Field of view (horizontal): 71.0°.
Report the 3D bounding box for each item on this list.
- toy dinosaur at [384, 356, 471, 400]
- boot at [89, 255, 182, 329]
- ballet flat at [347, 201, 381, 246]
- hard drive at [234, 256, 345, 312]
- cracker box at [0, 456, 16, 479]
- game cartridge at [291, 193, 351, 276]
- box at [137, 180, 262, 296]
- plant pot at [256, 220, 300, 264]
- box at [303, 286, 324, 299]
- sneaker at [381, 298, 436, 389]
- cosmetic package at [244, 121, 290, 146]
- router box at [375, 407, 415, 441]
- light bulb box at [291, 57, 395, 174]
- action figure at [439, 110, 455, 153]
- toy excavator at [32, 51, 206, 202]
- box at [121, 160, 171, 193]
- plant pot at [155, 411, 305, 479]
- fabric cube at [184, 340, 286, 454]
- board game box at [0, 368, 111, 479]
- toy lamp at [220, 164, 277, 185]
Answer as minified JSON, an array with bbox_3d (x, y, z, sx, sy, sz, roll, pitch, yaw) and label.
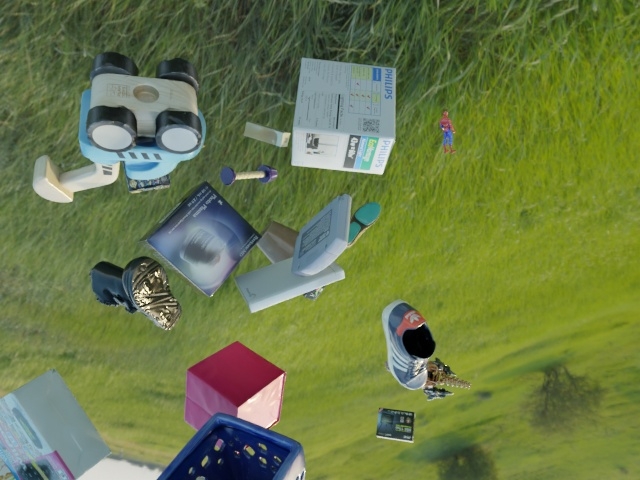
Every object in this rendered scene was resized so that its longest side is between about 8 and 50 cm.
[{"bbox_3d":[0.405,0.523,1.710,0.218,0.164,0.322,34,178,-43],"label":"toy dinosaur"},{"bbox_3d":[-0.440,0.097,1.009,0.207,0.094,0.246,19,147,17],"label":"boot"},{"bbox_3d":[0.119,-0.049,1.457,0.073,0.206,0.067,44,154,6],"label":"ballet flat"},{"bbox_3d":[-0.119,0.136,1.645,0.354,0.233,0.047,-19,116,-17],"label":"hard drive"},{"bbox_3d":[-0.793,0.622,1.155,0.156,0.232,0.067,-19,131,2],"label":"cracker box"},{"bbox_3d":[0.000,0.000,1.432,0.062,0.197,0.297,18,148,-25],"label":"game cartridge"},{"bbox_3d":[-0.425,-0.004,1.611,0.294,0.296,0.183,47,157,-21],"label":"box"},{"bbox_3d":[-0.201,0.022,2.298,0.229,0.263,0.263,39,144,-15],"label":"plant pot"},{"bbox_3d":[-0.032,0.209,1.949,0.062,0.052,0.083,22,118,-32],"label":"box"},{"bbox_3d":[0.289,0.349,1.370,0.148,0.131,0.349,28,145,54],"label":"sneaker"},{"bbox_3d":[-0.150,-0.299,1.262,0.115,0.060,0.041,20,107,12],"label":"cosmetic package"},{"bbox_3d":[0.250,0.611,1.487,0.123,0.092,0.038,0,150,20],"label":"router box"},{"bbox_3d":[0.086,-0.471,1.706,0.362,0.357,0.225,6,154,-2],"label":"light bulb box"},{"bbox_3d":[0.352,-0.301,1.244,0.038,0.030,0.115,21,135,51],"label":"action figure"},{"bbox_3d":[-0.531,-0.239,1.169,0.434,0.222,0.445,-1,152,-20],"label":"toy excavator"},{"bbox_3d":[-0.761,-0.326,1.942,0.175,0.220,0.051,-15,179,-22],"label":"box"},{"bbox_3d":[-0.163,0.518,0.873,0.236,0.236,0.211,4,120,31],"label":"plant pot"},{"bbox_3d":[-0.314,0.576,1.653,0.258,0.254,0.258,23,117,28],"label":"fabric cube"},{"bbox_3d":[-0.633,0.432,1.009,0.304,0.097,0.223,-28,94,37],"label":"board game box"},{"bbox_3d":[-0.277,-0.263,1.796,0.080,0.080,0.275,-12,180,36],"label":"toy lamp"}]
